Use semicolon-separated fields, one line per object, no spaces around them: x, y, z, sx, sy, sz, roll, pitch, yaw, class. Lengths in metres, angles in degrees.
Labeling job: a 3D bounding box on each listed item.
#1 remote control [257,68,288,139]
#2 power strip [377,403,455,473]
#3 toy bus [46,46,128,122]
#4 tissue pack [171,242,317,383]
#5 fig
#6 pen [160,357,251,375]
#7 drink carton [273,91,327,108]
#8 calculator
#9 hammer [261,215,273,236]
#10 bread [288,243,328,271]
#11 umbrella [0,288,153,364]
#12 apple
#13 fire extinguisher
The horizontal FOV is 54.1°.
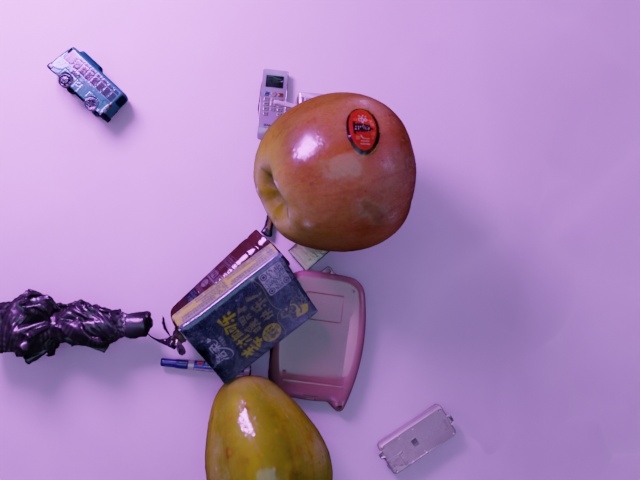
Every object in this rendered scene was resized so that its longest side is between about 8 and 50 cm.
-0.112;-0.314;1.458;0.065;0.029;0.166;5;82;-5;remote control
0.225;0.462;1.460;0.192;0.035;0.081;-32;92;-6;power strip
-0.513;-0.348;1.390;0.160;0.079;0.092;42;85;-4;toy bus
-0.153;0.155;1.315;0.257;0.081;0.185;-37;123;-11;tissue pack
-0.124;0.443;1.326;0.258;0.258;0.326;-22;72;-7;fig
-0.258;0.284;1.418;0.204;0.025;0.025;7;87;-6;pen
-0.010;-0.298;1.445;0.199;0.074;0.084;5;85;-5;drink carton
-0.006;0.223;1.434;0.220;0.048;0.330;8;89;-5;calculator
-0.100;-0.107;1.454;0.078;0.021;0.201;11;87;-6;hammer
0.000;0.000;1.458;0.153;0.028;0.068;-42;93;-5;bread
-0.540;0.197;1.337;0.336;0.128;0.155;12;86;-5;umbrella
0.022;-0.142;1.297;0.304;0.338;0.339;-10;89;-13;apple
-0.230;0.124;1.390;0.337;0.114;0.135;-44;50;-7;fire extinguisher
